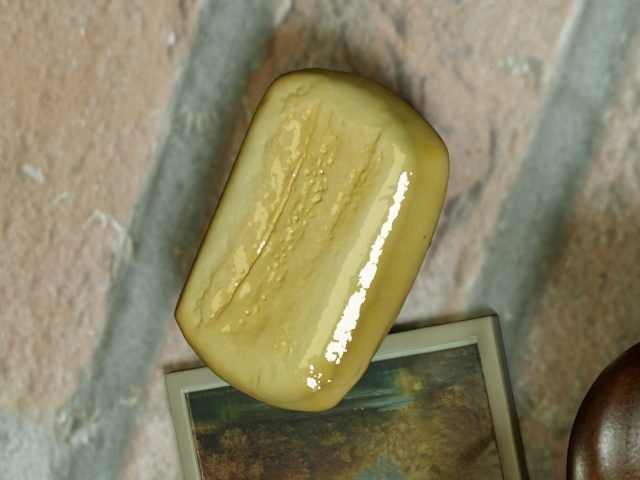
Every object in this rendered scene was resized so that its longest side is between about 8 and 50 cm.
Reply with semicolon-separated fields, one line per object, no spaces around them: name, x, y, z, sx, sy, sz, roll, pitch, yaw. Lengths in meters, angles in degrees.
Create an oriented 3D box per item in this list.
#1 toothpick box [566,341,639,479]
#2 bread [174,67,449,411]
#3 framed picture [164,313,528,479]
toothpick box;0.183;0.174;0.972;0.192;0.192;0.294;54;143;13
bread;0.000;0.000;1.139;0.147;0.098;0.217;32;102;23
framed picture;0.019;0.158;1.187;0.250;0.016;0.184;-10;88;25
